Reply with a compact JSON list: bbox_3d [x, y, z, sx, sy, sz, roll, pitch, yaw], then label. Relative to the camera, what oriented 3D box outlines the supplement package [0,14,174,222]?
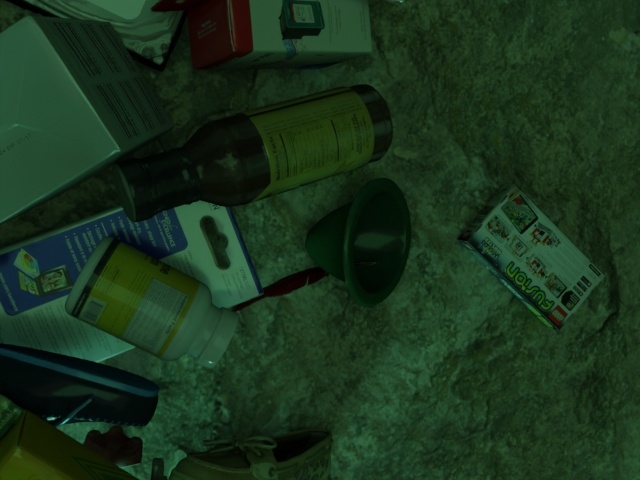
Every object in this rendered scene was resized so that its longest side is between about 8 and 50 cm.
[{"bbox_3d":[-0.302,-0.130,0.706,0.194,0.203,0.149,-28,104,10],"label":"supplement package"}]

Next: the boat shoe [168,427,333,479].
[{"bbox_3d":[-0.077,0.279,0.819,0.105,0.285,0.089,12,81,31],"label":"boat shoe"}]

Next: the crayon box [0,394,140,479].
[{"bbox_3d":[-0.280,0.321,0.653,0.323,0.083,0.203,43,86,-22],"label":"crayon box"}]

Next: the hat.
[{"bbox_3d":[0.000,0.000,0.898,0.208,0.184,0.173,-29,118,-51],"label":"hat"}]

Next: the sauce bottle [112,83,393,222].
[{"bbox_3d":[-0.076,-0.107,0.787,0.344,0.111,0.111,-19,99,-25],"label":"sauce bottle"}]

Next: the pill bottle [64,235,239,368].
[{"bbox_3d":[-0.195,0.079,0.763,0.184,0.103,0.103,29,89,-13],"label":"pill bottle"}]

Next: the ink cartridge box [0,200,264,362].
[{"bbox_3d":[-0.276,0.055,0.827,0.371,0.069,0.175,-21,98,-7],"label":"ink cartridge box"}]

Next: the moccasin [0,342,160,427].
[{"bbox_3d":[-0.359,0.180,0.735,0.342,0.138,0.116,10,80,0],"label":"moccasin"}]

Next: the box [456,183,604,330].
[{"bbox_3d":[0.314,0.025,0.960,0.207,0.036,0.114,43,86,-12],"label":"box"}]

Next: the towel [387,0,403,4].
[{"bbox_3d":[0.029,-0.356,0.799,0.144,0.197,0.029,10,131,-10],"label":"towel"}]

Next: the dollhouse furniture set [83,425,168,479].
[{"bbox_3d":[-0.386,0.309,0.767,0.374,0.201,0.152,10,93,-19],"label":"dollhouse furniture set"}]

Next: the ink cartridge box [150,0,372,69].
[{"bbox_3d":[-0.071,-0.253,0.773,0.231,0.134,0.078,-9,98,-29],"label":"ink cartridge box"}]

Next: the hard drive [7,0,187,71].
[{"bbox_3d":[-0.239,-0.415,0.792,0.237,0.064,0.339,24,89,-13],"label":"hard drive"}]
